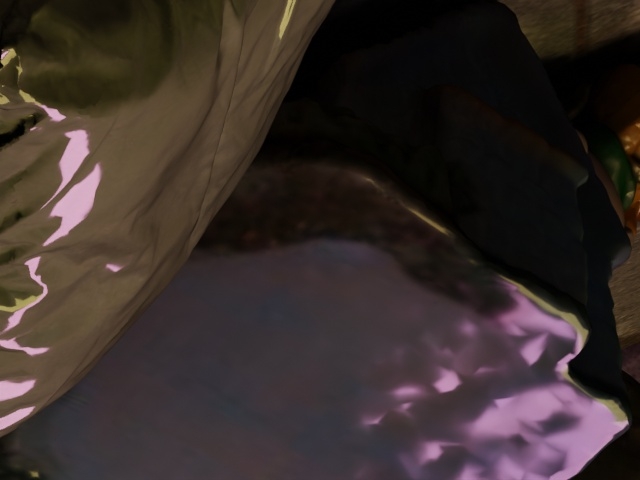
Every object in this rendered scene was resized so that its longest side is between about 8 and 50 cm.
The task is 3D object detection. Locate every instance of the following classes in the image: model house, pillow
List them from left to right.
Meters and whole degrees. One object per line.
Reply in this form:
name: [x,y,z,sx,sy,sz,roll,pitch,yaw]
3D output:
pillow: [-0.077,-0.074,0.686,0.310,0.138,0.283,-59,-176,-35]
model house: [0.000,0.000,1.133,0.360,0.297,0.339,-50,-163,36]

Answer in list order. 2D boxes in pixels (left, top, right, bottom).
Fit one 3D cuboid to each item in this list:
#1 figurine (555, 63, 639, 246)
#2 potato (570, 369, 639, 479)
figurine: [0.170,-0.051,1.379,0.332,0.204,0.185,-46,168,-29]
potato: [0.137,0.225,1.273,0.221,0.243,0.326,22,151,0]
